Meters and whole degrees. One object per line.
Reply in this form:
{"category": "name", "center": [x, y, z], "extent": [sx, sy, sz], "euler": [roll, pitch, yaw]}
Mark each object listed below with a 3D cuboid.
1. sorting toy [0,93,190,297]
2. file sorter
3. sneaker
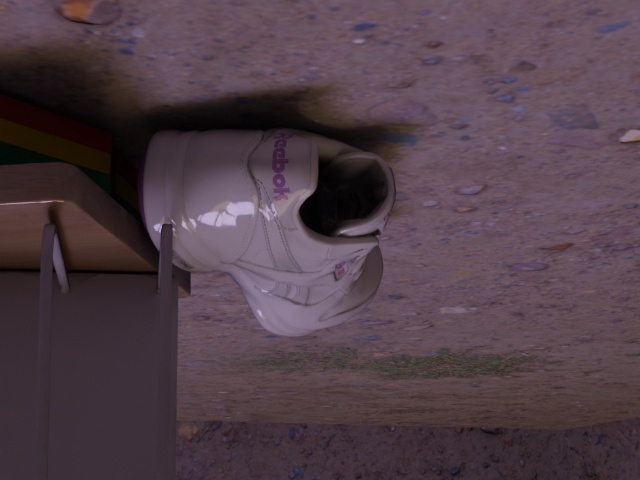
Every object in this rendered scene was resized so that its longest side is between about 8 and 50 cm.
{"category": "sorting toy", "center": [-0.243, -0.024, 0.774], "extent": [0.257, 0.089, 0.255], "euler": [-3, 165, 9]}
{"category": "file sorter", "center": [-0.219, 0.090, 0.667], "extent": [0.277, 0.193, 0.173], "euler": [2, 161, -10]}
{"category": "sneaker", "center": [0.000, 0.000, 0.829], "extent": [0.152, 0.114, 0.305], "euler": [-6, 164, 23]}
